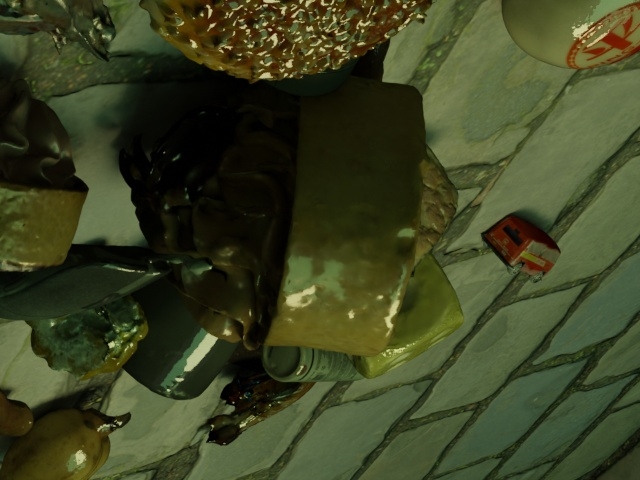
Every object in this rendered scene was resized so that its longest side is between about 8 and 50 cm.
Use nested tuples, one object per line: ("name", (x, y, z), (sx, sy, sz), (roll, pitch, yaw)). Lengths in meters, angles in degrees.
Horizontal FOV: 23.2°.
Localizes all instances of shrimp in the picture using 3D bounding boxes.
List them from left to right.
("shrimp", (-0.286, -0.222, 1.402), (0.164, 0.062, 0.317), (-29, 152, 9))
("shrimp", (-0.119, 0.269, 2.540), (0.222, 0.054, 0.290), (-37, 164, 18))

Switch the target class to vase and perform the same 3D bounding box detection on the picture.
("vase", (-0.122, 0.043, 1.991), (0.321, 0.173, 0.173), (-46, 152, 20))

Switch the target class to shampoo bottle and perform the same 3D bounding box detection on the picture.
("shampoo bottle", (0.015, 0.183, 2.486), (0.085, 0.085, 0.262), (-42, 154, 25))

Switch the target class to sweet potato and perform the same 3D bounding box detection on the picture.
("sweet potato", (-0.465, 0.199, 1.974), (0.109, 0.109, 0.385), (-33, 168, 7))
("sweet potato", (0.047, -0.200, 1.825), (0.065, 0.051, 0.218), (-13, 152, -28))

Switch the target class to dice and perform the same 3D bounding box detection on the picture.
("dice", (0.097, 0.092, 2.277), (0.166, 0.169, 0.169), (-28, 169, -10))

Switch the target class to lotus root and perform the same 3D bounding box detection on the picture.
("lotus root", (-0.373, 0.304, 2.261), (0.221, 0.118, 0.125), (-39, -173, 14))

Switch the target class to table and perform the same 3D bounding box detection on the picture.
("table", (-0.021, -0.214, 1.619), (0.133, 0.133, 0.043), (-15, 153, -31))

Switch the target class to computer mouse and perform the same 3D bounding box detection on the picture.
("computer mouse", (-0.273, 0.043, 1.677), (0.379, 0.090, 0.167), (0, 180, 31))

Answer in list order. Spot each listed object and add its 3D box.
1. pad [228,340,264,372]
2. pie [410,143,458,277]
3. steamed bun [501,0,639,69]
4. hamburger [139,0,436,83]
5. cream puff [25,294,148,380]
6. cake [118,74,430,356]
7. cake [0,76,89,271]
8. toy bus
("pad", (-0.077, 0.117, 2.362), (0.220, 0.004, 0.330), (-35, 156, 11))
("pie", (0.089, -0.046, 2.040), (0.052, 0.185, 0.218), (1, -134, 55))
("steamed bun", (0.338, -0.290, 1.863), (0.232, 0.145, 0.232), (-25, 155, -12))
("hamburger", (-0.022, -0.299, 1.286), (0.330, 0.250, 0.330), (-19, 151, -11))
("cream puff", (-0.286, 0.090, 1.922), (0.156, 0.156, 0.121), (-9, 158, -39))
("cake", (-0.065, -0.042, 1.713), (0.321, 0.332, 0.332), (7, 148, -6))
("cake", (-0.329, -0.072, 1.525), (0.208, 0.185, 0.178), (2, 103, -20))
("toy bus", (0.334, 0.013, 2.544), (0.077, 0.079, 0.174), (-47, 153, 13))
